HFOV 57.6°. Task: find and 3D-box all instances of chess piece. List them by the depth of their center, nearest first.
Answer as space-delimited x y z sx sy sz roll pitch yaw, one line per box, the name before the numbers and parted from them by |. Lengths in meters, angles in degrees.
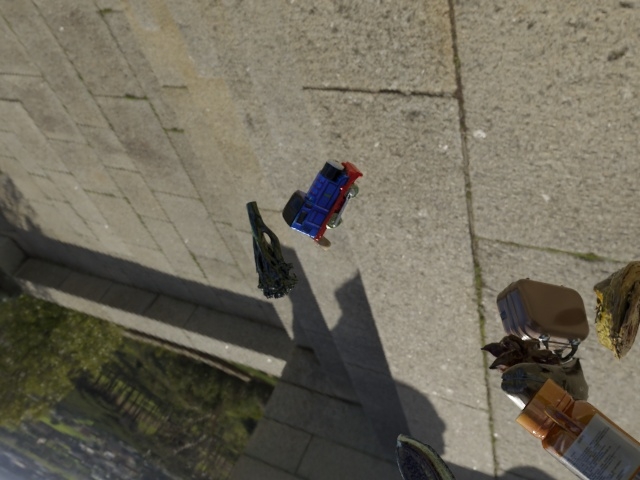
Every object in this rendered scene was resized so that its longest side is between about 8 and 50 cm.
chess piece | 0.000 0.000 2.061 0.083 0.038 0.083 43 176 3

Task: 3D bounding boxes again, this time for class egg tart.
egg tart | 0.817 0.185 1.602 0.132 0.297 0.297 10 143 37

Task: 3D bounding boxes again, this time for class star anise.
star anise | 0.513 0.300 1.473 0.196 0.212 0.111 36 111 15

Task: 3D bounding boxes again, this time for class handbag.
handbag | 0.763 0.283 1.975 0.301 0.283 0.149 12 144 -23

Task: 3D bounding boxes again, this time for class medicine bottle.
medicine bottle | 0.465 0.354 1.022 0.222 0.112 0.149 39 176 23

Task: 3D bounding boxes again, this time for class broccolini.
broccolini | -0.115 0.023 1.162 0.091 0.068 0.203 -25 93 30

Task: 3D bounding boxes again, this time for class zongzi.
zongzi | 0.501 0.293 1.279 0.221 0.242 0.112 44 140 -18

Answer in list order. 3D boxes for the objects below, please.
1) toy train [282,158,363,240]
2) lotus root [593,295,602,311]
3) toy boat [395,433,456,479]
toy train | 0.008 -0.107 1.441 0.131 0.083 0.204 24 107 -26
lotus root | 0.959 0.193 1.945 0.063 0.072 0.152 44 141 28
toy boat | 0.301 0.638 1.579 0.115 0.114 0.262 17 -149 -52
